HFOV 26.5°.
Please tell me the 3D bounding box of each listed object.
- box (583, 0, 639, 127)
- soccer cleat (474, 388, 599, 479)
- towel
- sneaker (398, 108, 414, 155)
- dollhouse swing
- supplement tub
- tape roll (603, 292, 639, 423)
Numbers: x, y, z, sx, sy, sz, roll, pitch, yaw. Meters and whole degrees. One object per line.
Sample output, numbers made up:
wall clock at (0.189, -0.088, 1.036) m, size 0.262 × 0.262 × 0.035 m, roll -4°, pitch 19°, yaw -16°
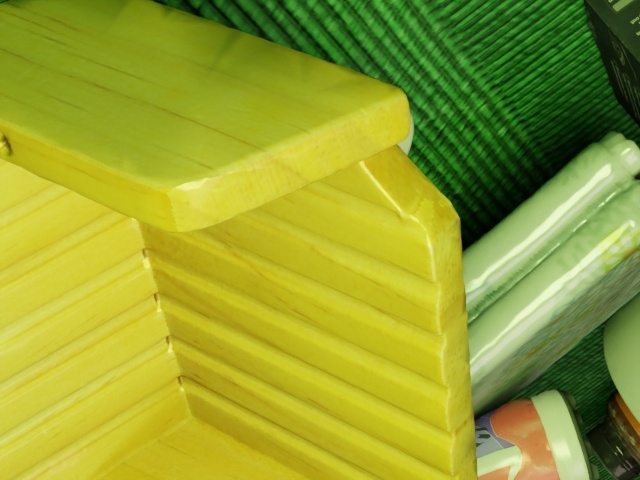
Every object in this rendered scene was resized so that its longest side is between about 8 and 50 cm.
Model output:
box at (0.273, -0.110, 0.949) m, size 0.093 × 0.158 × 0.156 m, roll -34°, pitch 148°, yaw 5°
soccer cleat at (0.156, 0.195, 1.174) m, size 0.117 × 0.108 × 0.318 m, roll -16°, pitch 166°, yaw -1°
towel at (0.131, 0.069, 1.071) m, size 0.374 × 0.090 × 0.320 m, roll -42°, pitch 164°, yaw 12°
sneaker at (0.000, 0.000, 0.937) m, size 0.147 × 0.104 × 0.295 m, roll 1°, pitch 142°, yaw -42°
dollhouse swing at (-0.135, 0.098, 0.712) m, size 0.305 × 0.315 × 0.346 m, roll -43°, pitch 141°, yaw -33°
supplement tub at (0.392, 0.185, 1.499) m, size 0.198 × 0.106 × 0.106 m, roll -39°, pitch 147°, yaw 13°
tape roll at (0.417, 0.111, 1.288) m, size 0.246 × 0.246 × 0.169 m, roll 6°, pitch 133°, yaw -44°
